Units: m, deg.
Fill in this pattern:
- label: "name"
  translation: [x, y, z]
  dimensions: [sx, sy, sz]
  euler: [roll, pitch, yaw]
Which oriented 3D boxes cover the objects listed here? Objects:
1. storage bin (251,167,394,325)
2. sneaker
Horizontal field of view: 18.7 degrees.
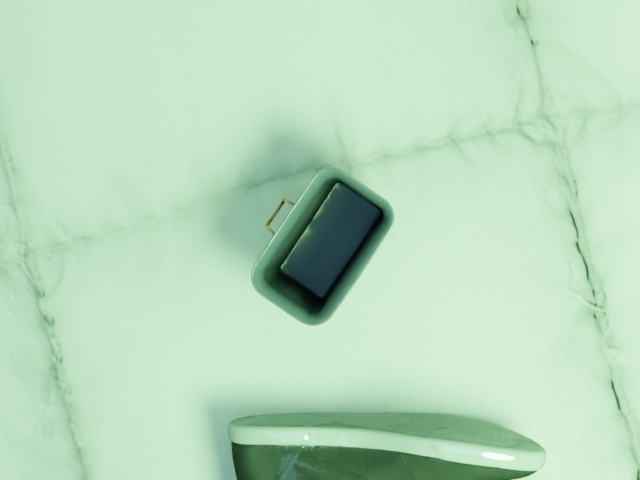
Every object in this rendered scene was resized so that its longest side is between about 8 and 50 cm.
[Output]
- label: "storage bin"
  translation: [0.000, 0.000, 1.789]
  dimensions: [0.098, 0.091, 0.135]
  euler: [34, 95, 2]
- label: "sneaker"
  translation: [0.061, 0.240, 1.800]
  dimensions: [0.295, 0.104, 0.147]
  euler: [1, 96, 11]
